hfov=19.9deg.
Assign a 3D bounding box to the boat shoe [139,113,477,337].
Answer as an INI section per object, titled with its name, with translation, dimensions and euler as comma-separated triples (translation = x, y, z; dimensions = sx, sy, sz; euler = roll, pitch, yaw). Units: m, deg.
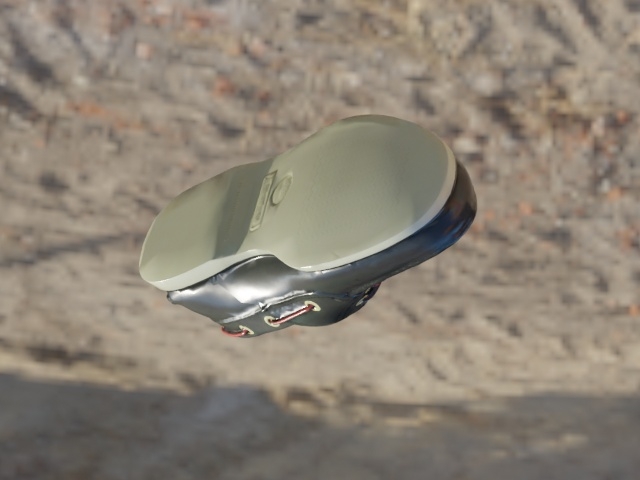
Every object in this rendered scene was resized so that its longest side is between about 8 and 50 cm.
[boat shoe]
translation = 0.001, -0.002, 0.523
dimensions = 0.042, 0.049, 0.133
euler = 35, 151, -28
